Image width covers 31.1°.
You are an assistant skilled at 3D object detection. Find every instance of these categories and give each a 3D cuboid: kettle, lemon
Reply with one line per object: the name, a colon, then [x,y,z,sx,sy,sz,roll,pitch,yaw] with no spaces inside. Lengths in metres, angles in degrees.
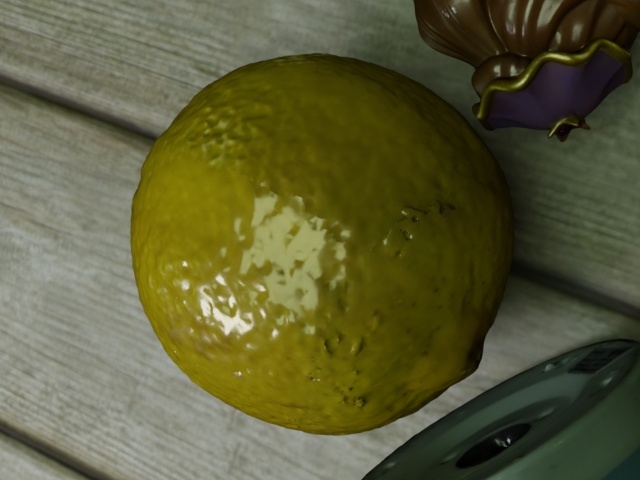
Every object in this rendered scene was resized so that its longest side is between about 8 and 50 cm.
kettle: [0.229,0.253,0.778,0.319,0.247,0.342,-32,89,-1]
lemon: [0.001,0.001,0.819,0.293,0.293,0.293,3,97,25]

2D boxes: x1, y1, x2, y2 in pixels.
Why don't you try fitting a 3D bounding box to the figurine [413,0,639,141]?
figurine: [0.129,-0.193,0.803,0.189,0.142,0.263,-27,79,-9]
